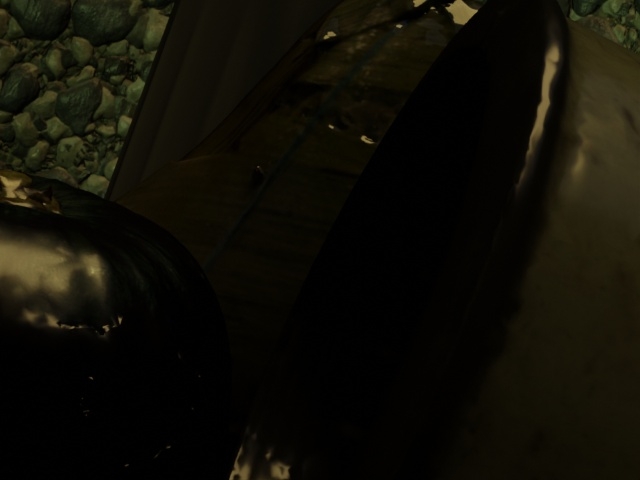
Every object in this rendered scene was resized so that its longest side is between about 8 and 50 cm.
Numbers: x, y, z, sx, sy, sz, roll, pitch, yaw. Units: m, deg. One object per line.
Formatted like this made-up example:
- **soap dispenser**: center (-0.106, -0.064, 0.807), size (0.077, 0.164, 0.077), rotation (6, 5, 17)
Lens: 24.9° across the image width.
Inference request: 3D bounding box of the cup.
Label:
- **cup**: center (0.000, 0.000, 1.011), size (0.323, 0.327, 0.237), rotation (17, 2, -41)

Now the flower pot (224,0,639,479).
- **flower pot**: center (0.148, 0.105, 0.564), size (0.330, 0.293, 0.293), rotation (27, 1, -8)

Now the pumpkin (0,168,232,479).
- **pumpkin**: center (-0.147, 0.050, 0.609), size (0.233, 0.163, 0.233), rotation (17, 3, -1)

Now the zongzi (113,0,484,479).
- **zongzi**: center (-0.079, -0.012, 0.799), size (0.360, 0.323, 0.160), rotation (15, -8, 16)
